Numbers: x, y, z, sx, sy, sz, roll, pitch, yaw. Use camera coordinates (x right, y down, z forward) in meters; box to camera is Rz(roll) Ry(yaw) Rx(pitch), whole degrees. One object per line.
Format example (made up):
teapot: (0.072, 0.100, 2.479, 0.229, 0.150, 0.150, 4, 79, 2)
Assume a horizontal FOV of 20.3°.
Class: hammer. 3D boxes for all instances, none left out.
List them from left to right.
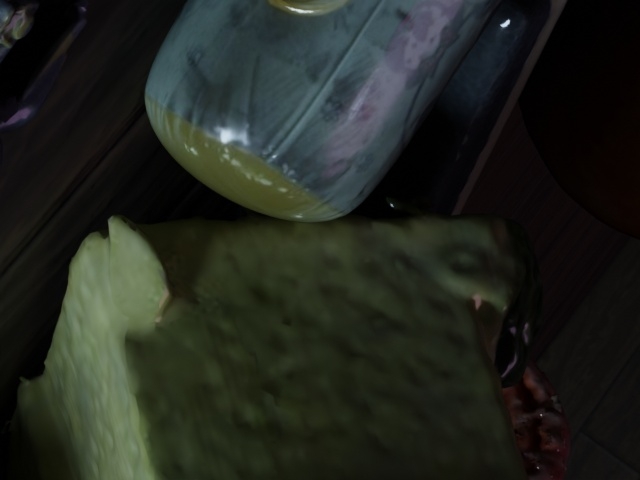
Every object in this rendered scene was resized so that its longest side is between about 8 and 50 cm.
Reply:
hammer: (-0.020, -0.118, 0.650, 0.202, 0.113, 0.305, -59, 158, 3)

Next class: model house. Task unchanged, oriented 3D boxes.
model house: (-0.003, 0.169, 0.836, 0.261, 0.266, 0.321, -1, 143, -20)

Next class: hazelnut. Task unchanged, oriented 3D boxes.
hazelnut: (0.301, -0.161, 1.232, 0.372, 0.315, 0.372, -40, 136, -54)

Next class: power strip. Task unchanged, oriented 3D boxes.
power strip: (0.036, -0.061, 0.934, 0.070, 0.105, 0.256, -41, 161, -48)

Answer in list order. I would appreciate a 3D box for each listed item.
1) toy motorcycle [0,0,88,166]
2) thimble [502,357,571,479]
toy motorcycle: (-0.140, -0.012, 0.541, 0.193, 0.061, 0.124, -52, 169, -11)
thimble: (0.038, 0.162, 1.227, 0.239, 0.239, 0.162, -43, 161, -41)
